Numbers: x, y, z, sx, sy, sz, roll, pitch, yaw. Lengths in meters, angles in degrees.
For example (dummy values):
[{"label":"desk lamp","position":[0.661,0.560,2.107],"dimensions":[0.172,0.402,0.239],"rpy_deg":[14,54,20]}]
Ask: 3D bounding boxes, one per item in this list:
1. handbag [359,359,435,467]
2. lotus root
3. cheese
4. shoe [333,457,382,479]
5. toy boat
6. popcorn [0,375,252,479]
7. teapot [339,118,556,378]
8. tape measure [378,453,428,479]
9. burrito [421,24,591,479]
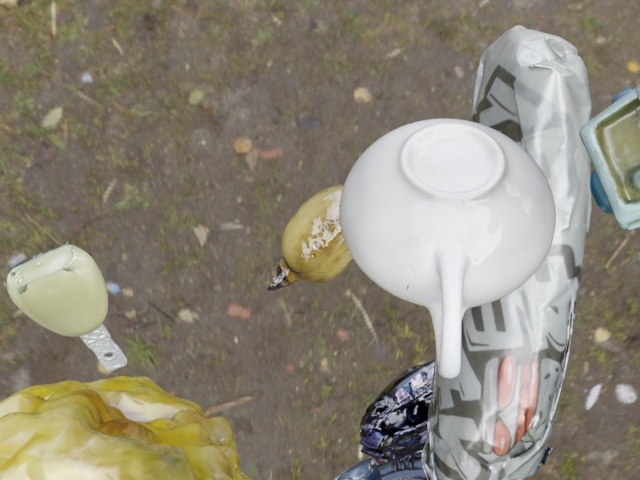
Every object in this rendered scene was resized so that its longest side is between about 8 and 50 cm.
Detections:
[{"label":"handbag","position":[0.152,0.249,1.286],"dimensions":[0.229,0.207,0.127],"rpy_deg":[-29,49,-15]},{"label":"lotus root","position":[0.000,0.000,1.473],"dimensions":[0.125,0.118,0.221],"rpy_deg":[38,103,-24]},{"label":"cheese","position":[-0.352,0.113,1.387],"dimensions":[0.127,0.251,0.054],"rpy_deg":[-24,42,0]},{"label":"shoe","position":[0.039,0.255,0.852],"dimensions":[0.064,0.143,0.071],"rpy_deg":[-30,45,-27]},{"label":"toy boat","position":[0.227,-0.082,0.493],"dimensions":[0.215,0.102,0.088],"rpy_deg":[-30,63,28]},{"label":"popcorn","position":[-0.142,0.201,0.620],"dimensions":[0.265,0.332,0.225],"rpy_deg":[34,104,-18]},{"label":"teapot","position":[0.084,-0.015,0.626],"dimensions":[0.145,0.092,0.226],"rpy_deg":[2,51,7]},{"label":"tape measure","position":[0.108,0.329,1.021],"dimensions":[0.186,0.112,0.199],"rpy_deg":[-16,42,7]},{"label":"burrito","position":[0.155,0.043,0.775],"dimensions":[0.101,0.139,0.445],"rpy_deg":[9,90,-15]}]
